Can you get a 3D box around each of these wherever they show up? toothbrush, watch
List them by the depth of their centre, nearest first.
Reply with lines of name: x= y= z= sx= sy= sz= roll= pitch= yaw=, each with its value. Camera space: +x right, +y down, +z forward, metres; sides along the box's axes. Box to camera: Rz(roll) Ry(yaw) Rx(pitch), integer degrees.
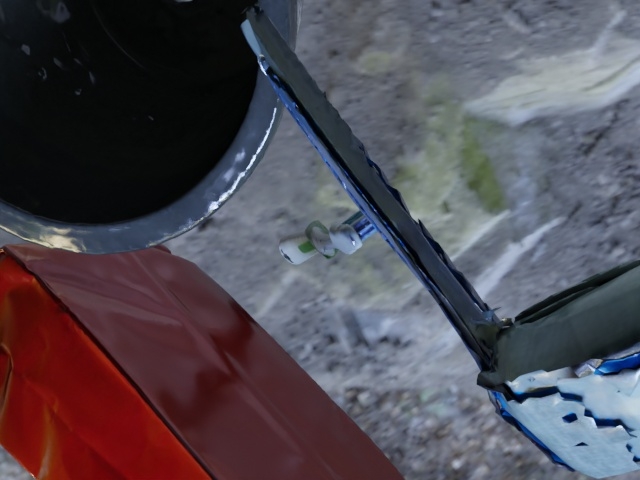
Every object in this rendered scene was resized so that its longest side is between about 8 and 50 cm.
watch: x=0.074 y=-0.041 z=0.559 sx=0.276 sy=0.068 sz=0.275 roll=-26 pitch=43 yaw=27
toothbrush: x=-0.002 y=0.001 z=1.110 sx=0.030 sy=0.304 sz=0.030 roll=1 pitch=86 yaw=-11

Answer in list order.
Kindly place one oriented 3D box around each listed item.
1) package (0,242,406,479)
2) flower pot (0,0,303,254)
package: x=-0.072 y=0.150 z=1.049 sx=0.423 sy=0.196 sz=0.123 roll=47 pitch=116 yaw=21
flower pot: x=-0.109 y=-0.143 z=0.901 sx=0.269 sy=0.166 sz=0.269 roll=8 pitch=113 yaw=21
